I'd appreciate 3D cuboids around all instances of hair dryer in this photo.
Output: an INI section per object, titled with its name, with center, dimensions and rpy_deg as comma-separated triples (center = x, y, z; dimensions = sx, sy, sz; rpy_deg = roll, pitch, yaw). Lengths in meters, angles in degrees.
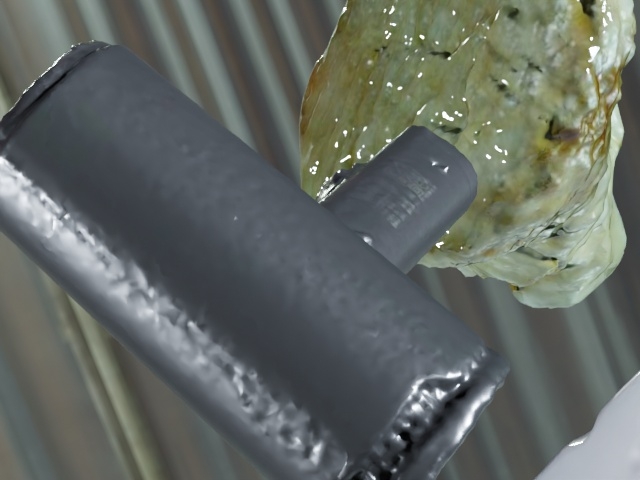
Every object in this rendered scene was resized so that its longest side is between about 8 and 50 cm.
[hair dryer]
center = 0.000, 0.000, 0.755
dimensions = 0.089, 0.197, 0.251
rpy_deg = -55, -10, 25

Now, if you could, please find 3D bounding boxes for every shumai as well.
[shumai]
center = 0.124, -0.074, 1.071
dimensions = 0.204, 0.222, 0.272
rpy_deg = 10, -21, -26

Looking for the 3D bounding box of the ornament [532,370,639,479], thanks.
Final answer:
[ornament]
center = 0.133, 0.220, 0.496
dimensions = 0.239, 0.240, 0.240
rpy_deg = -50, 32, 24
